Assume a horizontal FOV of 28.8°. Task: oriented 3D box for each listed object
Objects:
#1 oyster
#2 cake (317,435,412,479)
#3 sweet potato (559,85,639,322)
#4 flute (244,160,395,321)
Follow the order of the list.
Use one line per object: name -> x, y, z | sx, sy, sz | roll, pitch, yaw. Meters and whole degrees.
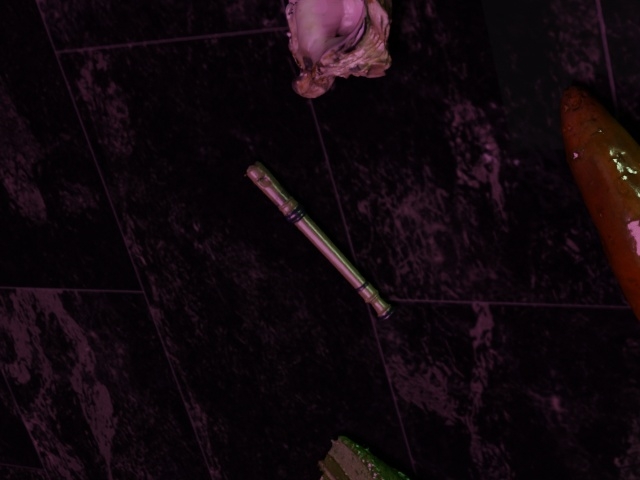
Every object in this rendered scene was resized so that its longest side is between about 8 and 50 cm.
oyster -> 0.015, -0.223, 1.236 | 0.191, 0.081, 0.163 | -49, 61, 41
cake -> 0.086, 0.347, 1.545 | 0.235, 0.099, 0.100 | 34, 130, 10
sweet potato -> 0.326, 0.016, 1.170 | 0.112, 0.112, 0.359 | -19, 106, 39
flute -> 0.000, 0.000, 1.417 | 0.233, 0.027, 0.027 | 47, 132, -3
